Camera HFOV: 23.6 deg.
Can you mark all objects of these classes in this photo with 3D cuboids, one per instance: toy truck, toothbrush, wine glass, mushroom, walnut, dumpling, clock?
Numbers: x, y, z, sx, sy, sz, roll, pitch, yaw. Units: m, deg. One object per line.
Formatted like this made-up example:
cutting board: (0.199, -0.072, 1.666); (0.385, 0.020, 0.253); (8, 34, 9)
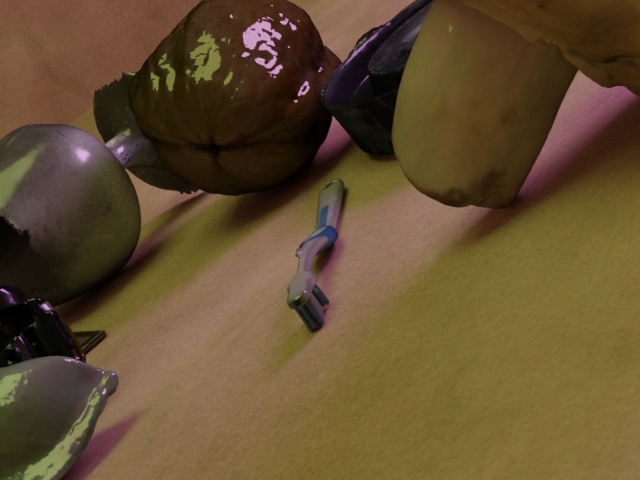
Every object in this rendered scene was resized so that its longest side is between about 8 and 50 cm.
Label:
toy truck: (-0.330, 0.154, 1.524); (0.224, 0.147, 0.165); (-36, -14, 4)
toothbrush: (-0.003, -0.004, 1.452); (0.040, 0.040, 0.386); (-32, 14, 13)
wine glass: (-0.307, -0.062, 1.960); (0.238, 0.238, 0.323); (-19, 23, 48)
mushroom: (0.186, -0.234, 1.221); (0.353, 0.353, 0.325); (-27, 44, 28)
walnut: (-0.099, -0.172, 1.817); (0.283, 0.227, 0.283); (-5, 30, 3)
dumpling: (-0.271, 0.189, 1.363); (0.217, 0.149, 0.105); (-26, -23, 8)
clock: (0.179, -0.228, 1.665); (0.386, 0.076, 0.386); (-32, 16, 10)

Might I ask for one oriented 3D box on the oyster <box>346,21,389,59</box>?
oyster: (0.075, -0.260, 2.071); (0.148, 0.051, 0.103); (-51, 11, -17)

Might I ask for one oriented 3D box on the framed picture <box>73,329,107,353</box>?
framed picture: (-0.352, 0.161, 1.766); (0.173, 0.010, 0.231); (-42, 17, -25)
